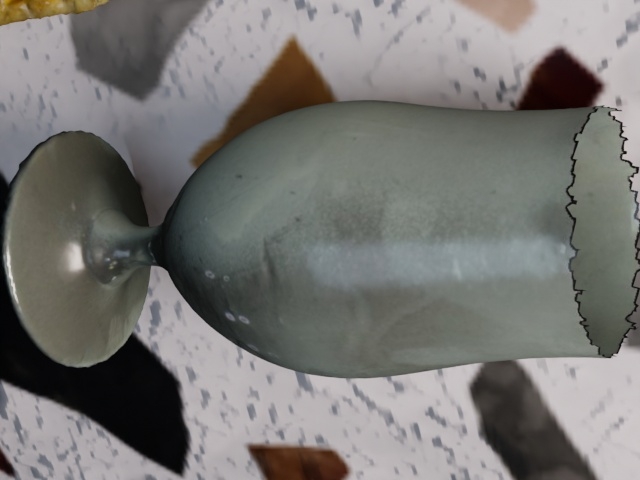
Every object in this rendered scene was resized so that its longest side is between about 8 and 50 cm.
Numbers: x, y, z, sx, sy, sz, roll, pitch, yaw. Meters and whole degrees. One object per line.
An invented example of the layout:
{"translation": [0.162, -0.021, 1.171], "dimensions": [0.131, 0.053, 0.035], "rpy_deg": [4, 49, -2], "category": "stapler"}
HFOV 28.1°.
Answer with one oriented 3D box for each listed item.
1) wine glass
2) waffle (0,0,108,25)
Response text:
{"translation": [0.000, 0.000, 0.427], "dimensions": [0.202, 0.093, 0.092], "rpy_deg": [-1, 112, 25], "category": "wine glass"}
{"translation": [-0.132, -0.143, 0.465], "dimensions": [0.092, 0.021, 0.135], "rpy_deg": [-6, 109, 27], "category": "waffle"}
